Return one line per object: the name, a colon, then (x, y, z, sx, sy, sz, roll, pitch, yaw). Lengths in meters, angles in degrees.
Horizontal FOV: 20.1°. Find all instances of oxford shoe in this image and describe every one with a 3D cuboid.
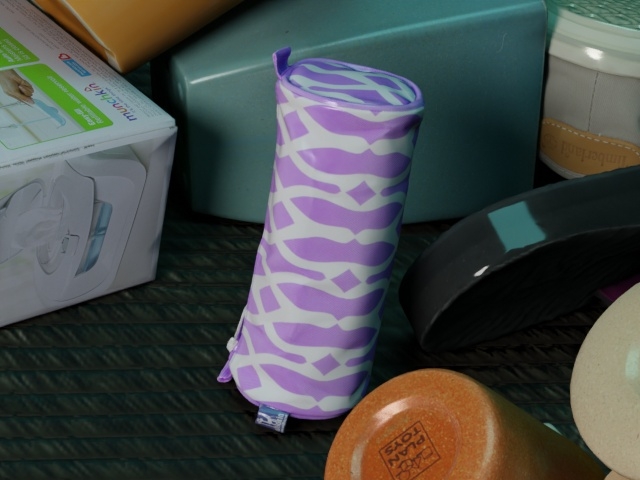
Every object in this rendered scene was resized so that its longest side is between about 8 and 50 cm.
oxford shoe: (0.243, -0.131, 1.372, 0.169, 0.130, 0.449, 15, 18, 17)

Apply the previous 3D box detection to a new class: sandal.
sandal: (0.258, 0.009, 1.154, 0.446, 0.167, 0.107, -17, 66, -25)

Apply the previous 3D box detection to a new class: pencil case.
pencil case: (0.000, 0.000, 1.022, 0.088, 0.206, 0.086, 19, 20, 18)

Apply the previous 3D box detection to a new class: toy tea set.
toy tea set: (0.095, 0.176, 0.621, 0.200, 0.124, 0.336, -13, 52, 30)

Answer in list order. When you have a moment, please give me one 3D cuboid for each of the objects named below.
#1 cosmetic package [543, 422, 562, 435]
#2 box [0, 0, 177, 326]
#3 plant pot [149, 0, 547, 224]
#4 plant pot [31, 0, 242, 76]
cosmetic package: (0.020, 0.208, 0.752, 0.296, 0.129, 0.153, -16, 53, -37)
box: (-0.259, -0.062, 1.105, 0.231, 0.126, 0.262, -19, 43, -37)
plant pot: (0.009, -0.109, 1.228, 0.234, 0.165, 0.165, -11, 37, -16)
plant pot: (-0.103, -0.212, 1.128, 0.188, 0.205, 0.205, -45, 52, -7)
